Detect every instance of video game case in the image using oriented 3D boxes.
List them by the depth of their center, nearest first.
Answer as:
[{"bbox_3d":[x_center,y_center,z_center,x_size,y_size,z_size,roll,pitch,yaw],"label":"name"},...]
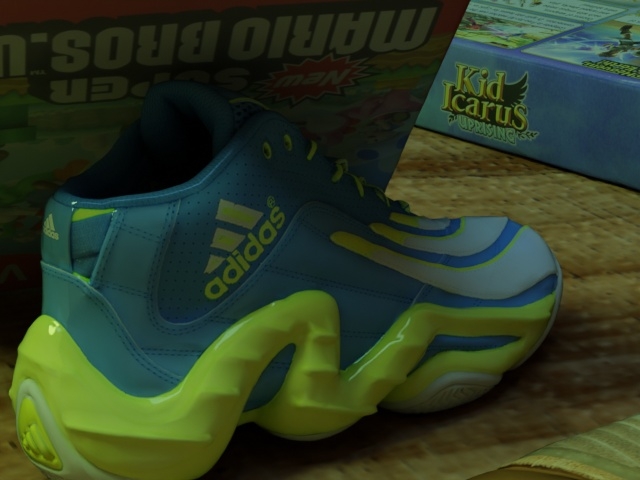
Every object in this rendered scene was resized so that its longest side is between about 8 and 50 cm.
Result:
[{"bbox_3d":[-0.061,-0.049,0.660,0.204,0.025,0.285,-6,-22,-12],"label":"video game case"},{"bbox_3d":[0.185,-0.106,1.011,0.244,0.061,0.269,-20,26,-34],"label":"video game case"}]

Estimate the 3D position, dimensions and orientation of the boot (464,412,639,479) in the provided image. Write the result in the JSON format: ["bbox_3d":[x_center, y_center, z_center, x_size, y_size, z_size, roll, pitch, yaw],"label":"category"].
[{"bbox_3d":[0.051,0.094,0.295,0.220,0.109,0.283,-24,12,-15],"label":"boot"}]

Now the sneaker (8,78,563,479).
[{"bbox_3d":[0.000,0.000,0.637,0.091,0.126,0.240,17,27,42],"label":"sneaker"}]
